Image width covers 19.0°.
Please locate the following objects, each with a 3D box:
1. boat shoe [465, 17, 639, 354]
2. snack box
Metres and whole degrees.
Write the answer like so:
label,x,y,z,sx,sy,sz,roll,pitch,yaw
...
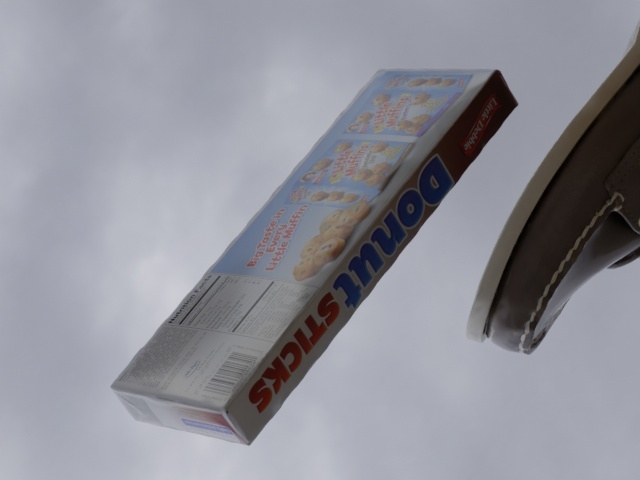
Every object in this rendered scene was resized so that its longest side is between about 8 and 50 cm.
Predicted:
label,x,y,z,sx,sy,sz,roll,pitch,yaw
boat shoe,0.206,-0.049,1.246,0.097,0.116,0.324,31,-115,11
snack box,0.000,0.000,0.700,0.178,0.064,0.022,-51,-56,-28
